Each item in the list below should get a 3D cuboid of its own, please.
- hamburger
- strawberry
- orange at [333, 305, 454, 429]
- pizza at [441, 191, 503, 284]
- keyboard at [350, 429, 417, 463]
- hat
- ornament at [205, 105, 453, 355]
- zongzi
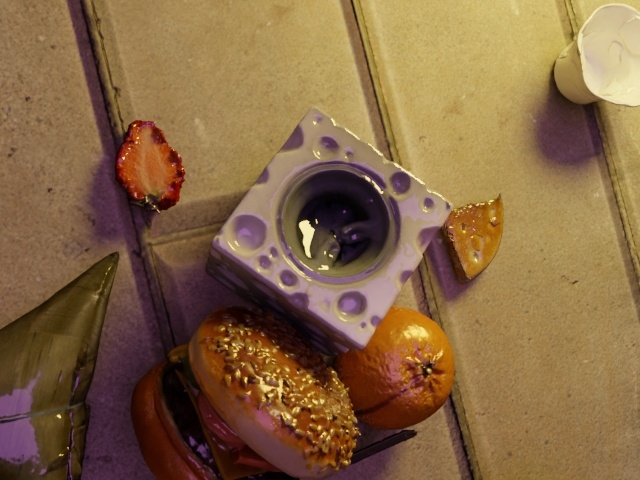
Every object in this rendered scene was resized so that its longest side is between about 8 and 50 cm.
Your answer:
[{"bbox_3d":[-0.092,0.228,0.956,0.291,0.291,0.225,44,102,-9],"label":"hamburger"},{"bbox_3d":[-0.258,-0.109,1.079,0.104,0.048,0.152,-3,71,-12],"label":"strawberry"},{"bbox_3d":[0.117,0.199,1.109,0.193,0.161,0.193,2,81,-14],"label":"orange"},{"bbox_3d":[0.256,-0.012,1.240,0.131,0.041,0.178,17,79,-19],"label":"pizza"},{"bbox_3d":[0.087,0.323,1.108,0.129,0.049,0.015,-31,69,22],"label":"keyboard"},{"bbox_3d":[0.517,-0.323,1.316,0.203,0.126,0.203,2,83,-18],"label":"hat"},{"bbox_3d":[0.000,0.000,1.032,0.239,0.240,0.240,36,74,-3],"label":"ornament"},{"bbox_3d":[-0.445,0.157,0.924,0.323,0.160,0.360,14,80,-18],"label":"zongzi"}]
